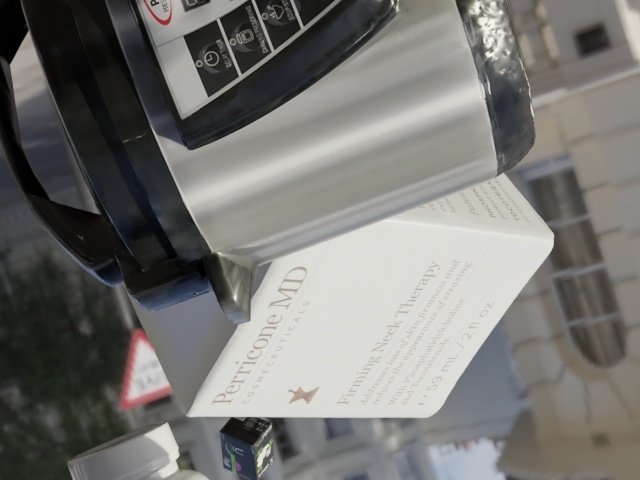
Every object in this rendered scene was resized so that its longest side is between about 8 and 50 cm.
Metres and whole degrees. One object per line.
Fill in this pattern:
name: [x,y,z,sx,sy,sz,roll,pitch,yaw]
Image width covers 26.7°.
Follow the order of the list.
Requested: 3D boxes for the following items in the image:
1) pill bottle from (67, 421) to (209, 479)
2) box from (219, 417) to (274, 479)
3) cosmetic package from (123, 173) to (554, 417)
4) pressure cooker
pill bottle: [-0.126,0.259,1.092,0.117,0.208,0.117,-21,180,0]
box: [-0.107,0.300,1.972,0.062,0.083,0.052,19,-136,24]
cosmetic package: [0.000,0.000,1.699,0.393,0.327,0.329,5,128,-36]
pressure cooker: [-0.069,-0.156,1.117,0.420,0.375,0.370,-19,-147,3]
